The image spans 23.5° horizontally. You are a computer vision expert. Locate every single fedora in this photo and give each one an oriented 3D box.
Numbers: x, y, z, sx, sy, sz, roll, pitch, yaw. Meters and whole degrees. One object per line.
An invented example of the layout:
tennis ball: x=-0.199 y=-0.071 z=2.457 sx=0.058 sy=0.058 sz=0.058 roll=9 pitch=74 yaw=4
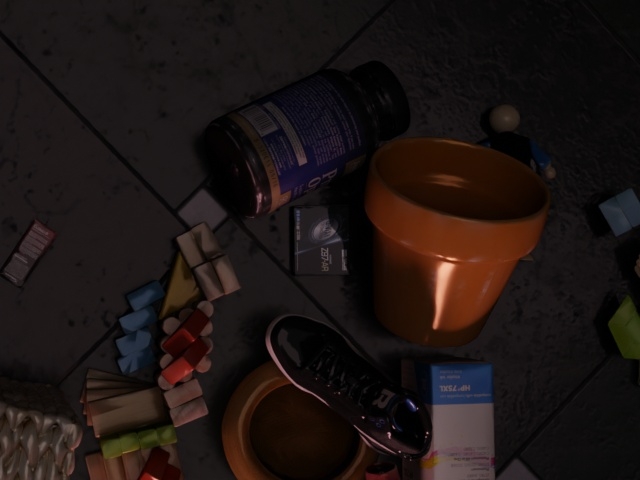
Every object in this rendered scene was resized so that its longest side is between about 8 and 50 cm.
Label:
fedora: x=-0.027 y=0.218 z=1.769 sx=0.194 sy=0.079 sz=0.194 roll=-1 pitch=92 yaw=-19

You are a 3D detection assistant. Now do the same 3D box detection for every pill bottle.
pill bottle: x=-0.012 y=-0.122 z=1.749 sx=0.219 sy=0.123 sz=0.123 roll=-27 pitch=94 yaw=-22

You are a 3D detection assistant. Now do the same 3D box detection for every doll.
doll: x=0.219 y=-0.070 z=1.839 sx=0.129 sy=0.046 sz=0.189 roll=1 pitch=89 yaw=-12

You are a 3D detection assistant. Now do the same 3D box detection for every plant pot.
plant pot: x=0.139 y=0.010 z=1.743 sx=0.205 sy=0.205 sz=0.188 roll=6 pitch=119 yaw=-11

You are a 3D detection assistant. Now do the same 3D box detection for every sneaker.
sneaker: x=0.043 y=0.156 z=1.685 sx=0.217 sy=0.121 sz=0.079 roll=42 pitch=73 yaw=-14

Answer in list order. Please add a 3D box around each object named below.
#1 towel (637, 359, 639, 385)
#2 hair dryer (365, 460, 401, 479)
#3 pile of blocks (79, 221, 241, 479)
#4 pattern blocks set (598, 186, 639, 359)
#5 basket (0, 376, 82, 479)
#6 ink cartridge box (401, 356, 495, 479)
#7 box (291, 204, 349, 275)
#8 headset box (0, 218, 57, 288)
towel: x=0.460 y=0.133 z=1.890 sx=0.148 sy=0.027 sz=0.110 roll=1 pitch=90 yaw=-11
hair dryer: x=0.023 y=0.386 z=1.741 sx=0.223 sy=0.080 sz=0.294 roll=28 pitch=92 yaw=-23
pile of blocks: x=-0.185 y=0.150 z=1.724 sx=0.149 sy=0.112 sz=0.362 roll=12 pitch=86 yaw=-10
pattern blocks set: x=0.483 y=0.060 z=1.840 sx=0.285 sy=0.026 sz=0.325 roll=-19 pitch=89 yaw=11
basket: x=-0.407 y=0.287 z=1.570 sx=0.266 sy=0.331 sz=0.328 roll=11 pitch=87 yaw=-12
ink cartridge box: x=0.146 y=0.252 z=1.773 sx=0.078 sy=0.134 sz=0.231 roll=0 pitch=88 yaw=-12
box: x=0.000 y=0.000 z=1.809 sx=0.067 sy=0.018 sz=0.083 roll=0 pitch=89 yaw=-10
headset box: x=-0.326 y=0.011 z=1.725 sx=0.032 sy=0.062 sz=0.083 roll=33 pitch=84 yaw=-9
